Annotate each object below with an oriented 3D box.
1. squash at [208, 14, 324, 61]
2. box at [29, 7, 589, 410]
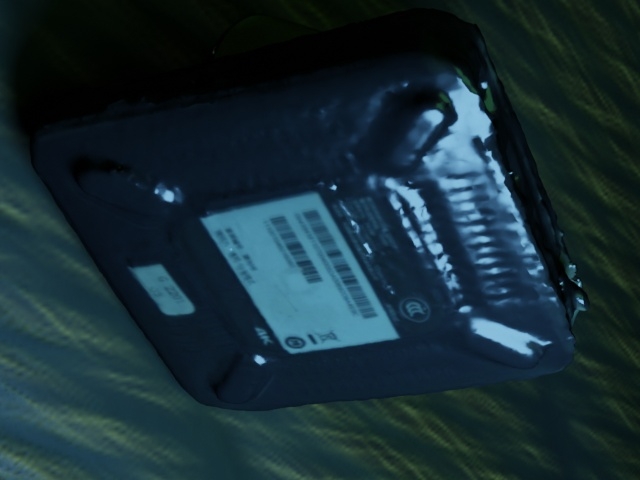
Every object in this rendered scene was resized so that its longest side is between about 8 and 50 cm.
[{"bbox_3d":[0.000,-0.106,1.159,0.123,0.187,0.123,-17,119,-34],"label":"squash"},{"bbox_3d":[0.000,0.000,1.099,0.091,0.350,0.359,-81,152,-43],"label":"box"}]
